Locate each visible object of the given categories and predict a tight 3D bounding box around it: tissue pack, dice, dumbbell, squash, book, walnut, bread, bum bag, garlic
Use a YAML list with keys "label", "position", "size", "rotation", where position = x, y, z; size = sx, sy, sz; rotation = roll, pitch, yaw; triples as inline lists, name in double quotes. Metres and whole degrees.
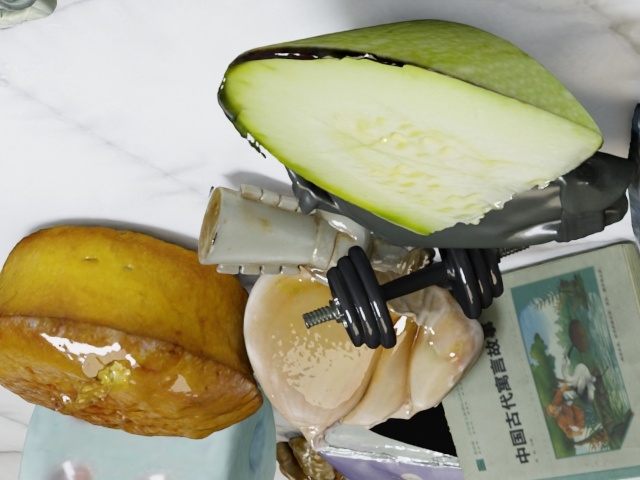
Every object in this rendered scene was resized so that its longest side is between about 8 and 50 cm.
- label: "tissue pack"
  position: [0.156, 0.269, 2.035]
  size: [0.242, 0.125, 0.344]
  rotation: [3, 158, 19]
- label: "dice"
  position: [-0.213, 0.297, 2.100]
  size: [0.268, 0.262, 0.265]
  rotation: [6, 159, 12]
- label: "dumbbell"
  position: [0.084, 0.036, 1.449]
  size: [0.208, 0.099, 0.099]
  rotation: [-20, 158, -4]
- label: "squash"
  position: [0.038, -0.069, 1.143]
  size: [0.204, 0.155, 0.237]
  rotation: [52, 145, -5]
- label: "book"
  position: [0.212, 0.128, 1.549]
  size: [0.025, 0.215, 0.282]
  rotation: [-10, 173, -39]
- label: "walnut"
  position: [0.019, 0.320, 2.322]
  size: [0.170, 0.069, 0.143]
  rotation: [17, 157, -24]
- label: "bread"
  position: [-0.204, 0.100, 1.707]
  size: [0.312, 0.172, 0.312]
  rotation: [11, 162, 4]
- label: "bum bag"
  position: [0.112, -0.045, 1.305]
  size: [0.326, 0.080, 0.142]
  rotation: [0, 149, 44]
- label: "garlic"
  position: [0.030, 0.094, 1.626]
  size: [0.217, 0.110, 0.228]
  rotation: [33, 127, -5]

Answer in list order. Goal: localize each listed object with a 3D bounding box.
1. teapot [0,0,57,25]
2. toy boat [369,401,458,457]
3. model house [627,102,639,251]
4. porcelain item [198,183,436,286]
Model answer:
- label: "teapot"
  position: [-0.278, -0.173, 1.165]
  size: [0.200, 0.077, 0.107]
  rotation: [-4, 159, 34]
- label: "toy boat"
  position: [0.140, 0.154, 1.772]
  size: [0.299, 0.134, 0.092]
  rotation: [18, -175, -15]
- label: "model house"
  position: [0.388, -0.001, 1.204]
  size: [0.301, 0.190, 0.271]
  rotation: [-9, 152, 7]
- label: "porcelain item"
  position: [0.000, 0.000, 1.495]
  size: [0.213, 0.054, 0.084]
  rotation: [9, 119, -19]
